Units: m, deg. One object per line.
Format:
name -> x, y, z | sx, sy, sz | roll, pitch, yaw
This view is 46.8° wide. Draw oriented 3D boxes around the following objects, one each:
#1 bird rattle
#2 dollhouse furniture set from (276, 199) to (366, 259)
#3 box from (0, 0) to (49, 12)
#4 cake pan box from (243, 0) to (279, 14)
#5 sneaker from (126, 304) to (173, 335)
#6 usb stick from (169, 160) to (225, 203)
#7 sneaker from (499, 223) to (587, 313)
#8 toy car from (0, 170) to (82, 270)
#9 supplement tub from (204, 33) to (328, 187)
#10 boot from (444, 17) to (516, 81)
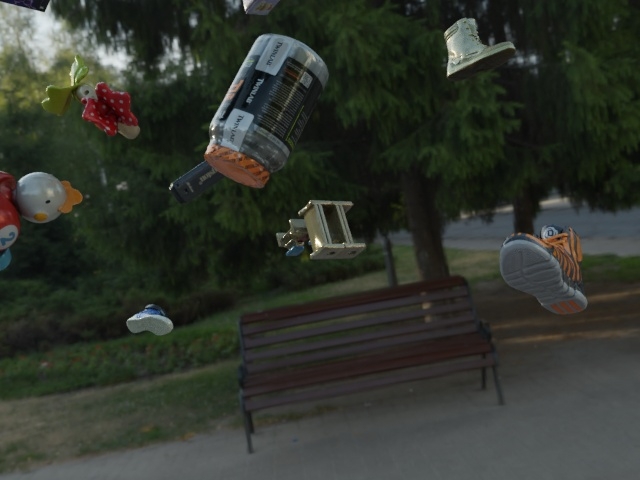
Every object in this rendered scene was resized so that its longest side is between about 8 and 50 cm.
bird rattle -> -0.477, -0.300, 1.647 | 0.253, 0.143, 0.207 | 24, -9, 28
dollhouse furniture set -> 0.000, 0.000, 1.838 | 0.129, 0.129, 0.184 | 0, -26, -34
box -> -0.665, -0.662, 1.645 | 0.184, 0.103, 0.261 | -3, -42, -51
cake pan box -> -0.111, -0.692, 1.690 | 0.070, 0.245, 0.267 | -6, -15, -35
sneaker -> -0.406, 0.194, 1.847 | 0.152, 0.058, 0.084 | -8, 20, 38
usb stick -> -0.298, -0.202, 2.093 | 0.278, 0.077, 0.045 | -36, 36, -11
sneaker -> 0.491, 0.027, 1.650 | 0.125, 0.180, 0.321 | -15, -37, 33
toy car -> -0.646, -0.075, 1.622 | 0.238, 0.210, 0.219 | -7, -40, -14
supplement tub -> -0.127, -0.290, 1.681 | 0.194, 0.316, 0.193 | 24, -13, 6
boot -> 0.449, -0.565, 2.114 | 0.213, 0.165, 0.077 | -17, -22, 40
